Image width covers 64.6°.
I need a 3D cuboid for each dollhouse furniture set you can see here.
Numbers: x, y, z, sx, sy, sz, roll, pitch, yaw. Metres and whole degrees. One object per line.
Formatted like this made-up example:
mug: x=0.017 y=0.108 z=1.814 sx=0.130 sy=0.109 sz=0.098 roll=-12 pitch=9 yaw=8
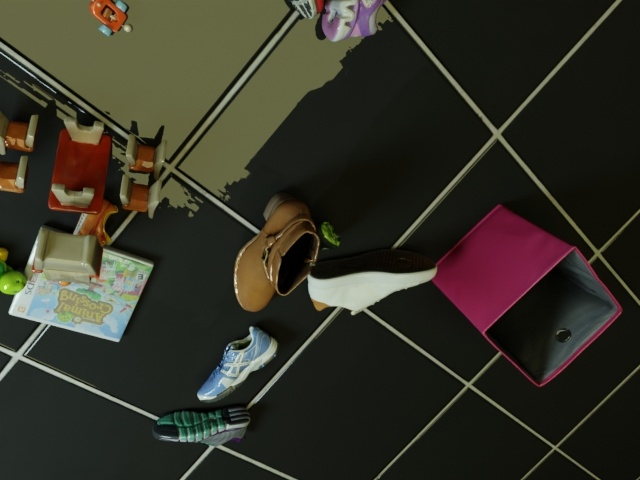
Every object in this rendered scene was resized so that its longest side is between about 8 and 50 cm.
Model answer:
dollhouse furniture set: x=-0.412 y=-0.069 z=0.853 sx=0.262 sy=0.135 sz=0.259 roll=8 pitch=71 yaw=-21

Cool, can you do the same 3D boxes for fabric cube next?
fabric cube: x=0.455 y=0.120 z=1.161 sx=0.254 sy=0.258 sz=0.259 roll=-46 pitch=118 yaw=5

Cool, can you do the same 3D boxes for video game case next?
video game case: x=-0.466 y=0.091 z=0.992 sx=0.212 sy=0.023 sz=0.193 roll=22 pitch=105 yaw=-25

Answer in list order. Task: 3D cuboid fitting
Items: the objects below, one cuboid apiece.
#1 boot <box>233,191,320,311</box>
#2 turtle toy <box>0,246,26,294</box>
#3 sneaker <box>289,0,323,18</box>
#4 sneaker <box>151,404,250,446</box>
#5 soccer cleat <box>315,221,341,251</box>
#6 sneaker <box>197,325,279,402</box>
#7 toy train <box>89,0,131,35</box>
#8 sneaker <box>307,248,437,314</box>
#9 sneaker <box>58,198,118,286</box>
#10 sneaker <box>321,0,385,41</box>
boot: x=-0.083 y=0.058 z=0.985 sx=0.109 sy=0.220 sz=0.283 roll=21 pitch=106 yaw=-24
turtle toy: x=-0.601 y=0.061 z=0.912 sx=0.130 sy=0.066 sz=0.095 roll=16 pitch=108 yaw=-23
sneaker: x=-0.030 y=-0.511 z=0.817 sx=0.118 sy=0.107 sz=0.279 roll=-26 pitch=121 yaw=-15
sneaker: x=-0.277 y=0.455 z=1.183 sx=0.223 sy=0.083 sz=0.098 roll=0 pitch=118 yaw=-18
soccer cleat: x=0.000 y=0.000 z=1.017 sx=0.072 sy=0.179 sz=0.060 roll=-32 pitch=88 yaw=3
sneaker: x=-0.196 y=0.275 z=1.136 sx=0.211 sy=0.080 sz=0.081 roll=-41 pitch=112 yaw=-8
toy train: x=-0.332 y=-0.420 z=0.797 sx=0.125 sy=0.046 sz=0.166 roll=27 pitch=93 yaw=-53
sneaker: x=0.116 y=0.097 z=1.141 sx=0.290 sy=0.106 sz=0.123 roll=-6 pitch=122 yaw=-5
sneaker: x=-0.424 y=0.006 z=0.922 sx=0.067 sy=0.064 sz=0.175 roll=27 pitch=84 yaw=-21
sneaker: x=0.078 y=-0.465 z=0.881 sx=0.104 sy=0.095 sz=0.236 roll=0 pitch=118 yaw=-25
